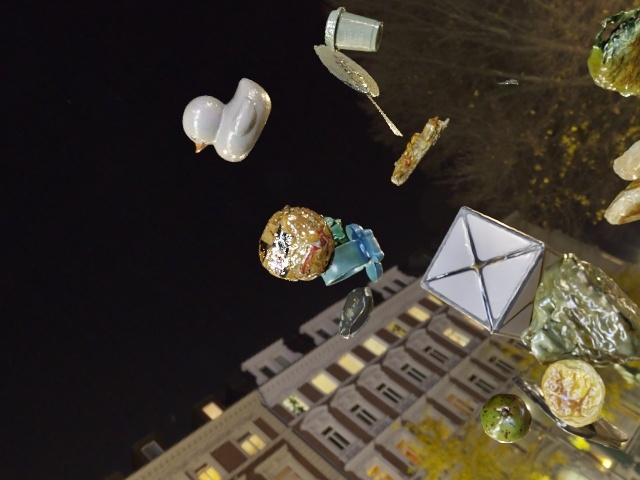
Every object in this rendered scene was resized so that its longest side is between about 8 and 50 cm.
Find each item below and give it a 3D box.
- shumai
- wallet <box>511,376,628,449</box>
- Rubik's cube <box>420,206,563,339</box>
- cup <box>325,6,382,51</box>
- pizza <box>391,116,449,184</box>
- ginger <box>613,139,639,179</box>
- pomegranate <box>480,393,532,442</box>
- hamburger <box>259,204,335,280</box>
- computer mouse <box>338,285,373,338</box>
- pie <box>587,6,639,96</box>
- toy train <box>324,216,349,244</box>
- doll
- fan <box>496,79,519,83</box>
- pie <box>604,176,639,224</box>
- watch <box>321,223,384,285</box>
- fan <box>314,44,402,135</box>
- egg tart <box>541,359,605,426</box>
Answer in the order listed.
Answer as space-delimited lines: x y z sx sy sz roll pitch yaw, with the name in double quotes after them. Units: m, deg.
0.534 0.173 1.232 0.218 0.255 0.189 -45 -37 18 "shumai"
0.655 0.451 1.553 0.378 0.197 0.051 26 -79 -39 "wallet"
0.462 0.091 1.569 0.259 0.260 0.254 18 -79 -47 "Rubik's cube"
0.095 -0.574 1.640 0.120 0.141 0.120 15 -90 -74 "cup"
0.337 -0.314 2.141 0.251 0.074 0.287 -58 2 -21 "pizza"
0.856 -0.187 1.505 0.193 0.122 0.115 -22 -50 22 "ginger"
0.431 0.417 1.381 0.114 0.115 0.142 -48 -32 -16 "pomegranate"
-0.064 0.015 1.711 0.107 0.231 0.230 -23 -45 -64 "hamburger"
0.119 0.228 1.907 0.062 0.106 0.192 15 -69 -31 "computer mouse"
0.712 -0.424 1.170 0.371 0.078 0.296 -40 -43 22 "pie"
0.000 0.000 1.952 0.178 0.104 0.071 -32 -31 5 "toy train"
-0.265 -0.342 1.657 0.251 0.221 0.221 -57 -33 5 "doll"
0.523 -0.434 1.635 0.056 0.083 0.004 -13 -70 -9 "fan"
0.778 -0.109 1.418 0.179 0.084 0.205 -30 -25 -14 "pie"
0.086 0.062 1.928 0.193 0.211 0.211 -26 -42 -12 "watch"
0.128 -0.450 1.753 0.233 0.414 0.012 -2 -40 -46 "fan"
0.487 0.289 1.134 0.052 0.130 0.130 3 -66 -40 "egg tart"
